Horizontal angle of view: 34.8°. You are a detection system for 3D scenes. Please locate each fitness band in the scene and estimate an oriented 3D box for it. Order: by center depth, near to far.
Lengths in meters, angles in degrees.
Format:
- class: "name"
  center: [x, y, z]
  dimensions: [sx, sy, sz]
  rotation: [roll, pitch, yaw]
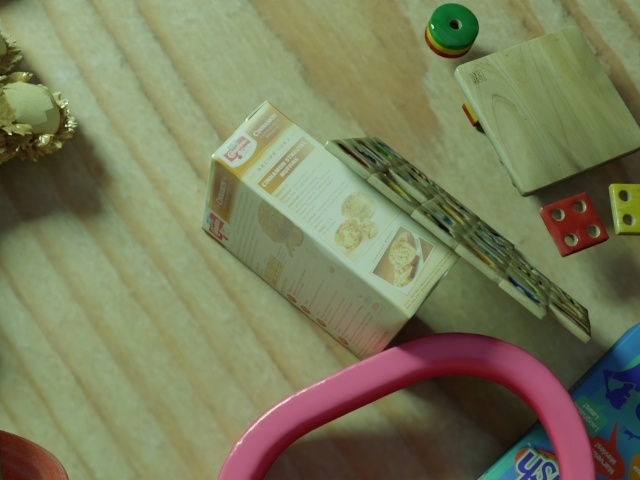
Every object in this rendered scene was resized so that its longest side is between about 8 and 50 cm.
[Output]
- class: "fitness band"
  center: [0.061, 0.189, 0.753]
  dimensions: [0.291, 0.054, 0.209]
  rotation: [-24, 73, -3]

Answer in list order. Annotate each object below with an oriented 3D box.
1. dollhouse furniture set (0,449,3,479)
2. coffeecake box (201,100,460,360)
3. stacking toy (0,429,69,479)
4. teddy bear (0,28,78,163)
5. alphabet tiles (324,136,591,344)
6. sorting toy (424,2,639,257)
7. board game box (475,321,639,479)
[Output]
- class: "dollhouse furniture set"
  center: [-0.336, 0.124, 0.599]
  dimensions: [0.259, 0.135, 0.262]
  rotation: [-18, 34, -10]
- class: "coffeecake box"
  center: [0.000, 0.000, 0.797]
  dimensions: [0.185, 0.142, 0.068]
  rotation: [39, 68, 6]
- class: "stacking toy"
  center: [-0.295, 0.252, 0.597]
  dimensions: [0.280, 0.130, 0.309]
  rotation: [5, 30, 6]
- class: "teddy bear"
  center: [-0.362, -0.068, 0.795]
  dimensions: [0.245, 0.113, 0.338]
  rotation: [38, 60, 0]
- class: "alphabet tiles"
  center: [0.117, -0.006, 0.807]
  dimensions: [0.237, 0.198, 0.009]
  rotation: [39, 103, 6]
- class: "sorting toy"
  center: [0.207, -0.104, 0.924]
  dimensions: [0.132, 0.046, 0.274]
  rotation: [-22, 74, -17]
- class: "board game box"
  center: [0.245, 0.189, 0.817]
  dimensions: [0.210, 0.047, 0.160]
  rotation: [-40, 80, -19]
